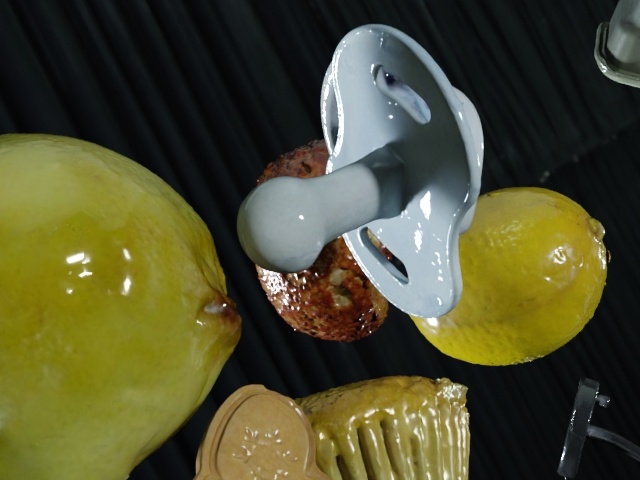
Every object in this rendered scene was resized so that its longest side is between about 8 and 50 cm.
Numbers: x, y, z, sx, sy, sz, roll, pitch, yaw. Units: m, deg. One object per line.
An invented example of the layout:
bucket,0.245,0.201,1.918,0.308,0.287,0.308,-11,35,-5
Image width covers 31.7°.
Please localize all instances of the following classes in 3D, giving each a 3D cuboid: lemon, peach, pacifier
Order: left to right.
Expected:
peach,-0.238,0.062,0.942,0.316,0.314,0.281,-30,179,11
pacifier,0.023,-0.048,0.980,0.226,0.238,0.287,-24,143,-28
lemon,0.245,0.048,1.486,0.236,0.236,0.263,-28,-175,-40

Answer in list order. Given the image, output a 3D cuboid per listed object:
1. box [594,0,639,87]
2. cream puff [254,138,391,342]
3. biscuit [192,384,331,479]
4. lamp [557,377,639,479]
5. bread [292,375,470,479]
box,0.537,-0.300,1.565,0.138,0.274,0.178,-71,175,-47
cream puff,0.000,-0.001,1.307,0.164,0.240,0.240,-11,-175,15
biscuit,-0.038,0.173,0.848,0.023,0.118,0.140,-48,-159,40
lamp,0.406,0.296,1.201,0.108,0.371,0.130,-55,166,3
bread,0.029,0.209,1.062,0.240,0.139,0.240,-11,167,-3
